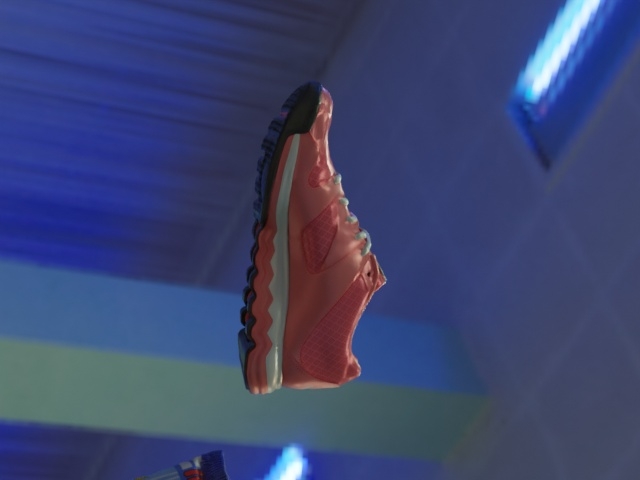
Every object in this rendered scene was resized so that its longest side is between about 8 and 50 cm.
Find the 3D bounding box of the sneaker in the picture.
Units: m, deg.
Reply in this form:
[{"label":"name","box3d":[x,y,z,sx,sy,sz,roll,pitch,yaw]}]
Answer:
[{"label":"sneaker","box3d":[0.000,0.000,1.732,0.116,0.136,0.314,-120,-143,-75]}]

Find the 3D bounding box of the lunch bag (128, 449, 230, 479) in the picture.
[{"label":"lunch bag","box3d":[-0.134,0.269,0.919,0.293,0.221,0.138,96,-27,-50]}]
